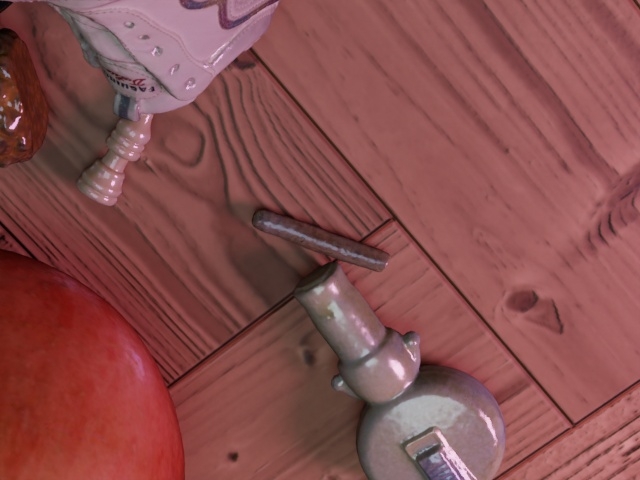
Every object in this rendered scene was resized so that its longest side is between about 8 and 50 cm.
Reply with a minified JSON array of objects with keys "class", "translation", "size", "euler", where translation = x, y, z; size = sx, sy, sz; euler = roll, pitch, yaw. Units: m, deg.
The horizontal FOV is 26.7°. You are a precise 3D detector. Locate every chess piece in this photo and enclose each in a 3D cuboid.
[{"class":"chess piece","translation":[-0.153,-0.074,1.053],"size":[0.035,0.035,0.092],"euler":[31,105,-12]}]

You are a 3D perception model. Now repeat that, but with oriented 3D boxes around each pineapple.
[{"class":"pineapple","translation":[-0.329,-0.100,0.997],"size":[0.237,0.111,0.119],"euler":[-5,141,2]}]

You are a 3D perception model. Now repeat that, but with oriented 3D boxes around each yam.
[{"class":"yam","translation":[0.000,0.000,1.087],"size":[0.116,0.021,0.021],"euler":[18,110,-8]}]

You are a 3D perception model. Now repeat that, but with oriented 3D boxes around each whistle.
[{"class":"whistle","translation":[0.066,0.129,1.116],"size":[0.126,0.067,0.258],"euler":[-32,106,11]}]

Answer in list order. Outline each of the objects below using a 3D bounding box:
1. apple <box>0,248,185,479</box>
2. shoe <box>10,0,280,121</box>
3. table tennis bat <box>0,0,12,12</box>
[{"class":"apple","translation":[-0.278,0.197,1.002],"size":[0.364,0.364,0.363],"euler":[0,112,0]},{"class":"shoe","translation":[-0.114,-0.166,0.875],"size":[0.132,0.342,0.210],"euler":[24,122,20]},{"class":"table tennis bat","translation":[-0.242,-0.205,0.983],"size":[0.158,0.014,0.095],"euler":[-27,65,-6]}]
